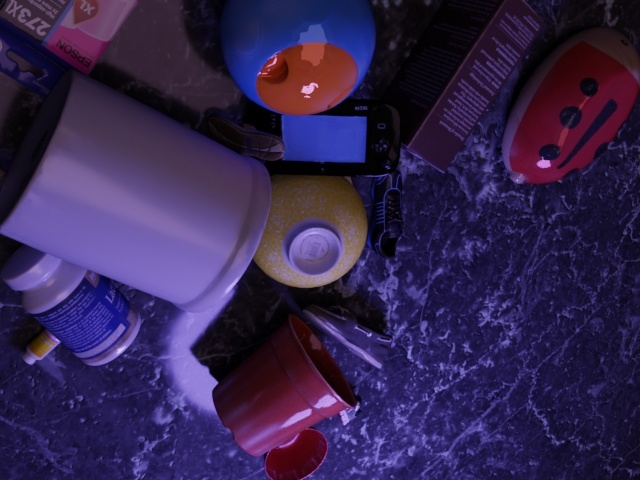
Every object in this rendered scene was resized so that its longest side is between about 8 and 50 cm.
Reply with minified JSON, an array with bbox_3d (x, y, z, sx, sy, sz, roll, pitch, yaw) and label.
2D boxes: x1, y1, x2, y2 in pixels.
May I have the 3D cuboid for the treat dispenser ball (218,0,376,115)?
[{"bbox_3d":[-0.042,-0.376,1.230,0.288,0.288,0.288,-11,119,-21],"label":"treat dispenser ball"}]

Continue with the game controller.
[{"bbox_3d":[0.008,-0.216,1.393,0.319,0.067,0.167,2,126,2],"label":"game controller"}]

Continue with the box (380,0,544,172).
[{"bbox_3d":[0.288,-0.360,1.462,0.143,0.191,0.381,30,100,-34],"label":"box"}]

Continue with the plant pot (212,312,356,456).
[{"bbox_3d":[-0.099,0.362,1.616,0.265,0.272,0.272,-36,126,5],"label":"plant pot"}]

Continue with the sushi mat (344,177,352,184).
[{"bbox_3d":[-0.019,-0.185,1.505,0.151,0.019,0.317,-27,124,-13],"label":"sushi mat"}]

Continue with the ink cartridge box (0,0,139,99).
[{"bbox_3d":[-0.427,-0.422,1.156,0.175,0.069,0.371,33,100,-35],"label":"ink cartridge box"}]

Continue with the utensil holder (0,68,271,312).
[{"bbox_3d":[-0.339,-0.084,1.218,0.385,0.327,0.328,27,101,-31],"label":"utensil holder"}]

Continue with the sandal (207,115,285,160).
[{"bbox_3d":[-0.148,-0.211,1.361,0.049,0.180,0.072,-55,155,-46],"label":"sandal"}]

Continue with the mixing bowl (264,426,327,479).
[{"bbox_3d":[-0.082,0.551,1.803,0.181,0.098,0.182,-12,119,-22],"label":"mixing bowl"}]

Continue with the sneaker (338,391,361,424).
[{"bbox_3d":[0.074,0.436,1.845,0.074,0.063,0.170,-24,128,-13],"label":"sneaker"}]

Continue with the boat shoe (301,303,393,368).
[{"bbox_3d":[0.075,0.222,1.717,0.335,0.112,0.096,41,75,-41],"label":"boat shoe"}]

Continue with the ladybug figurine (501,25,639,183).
[{"bbox_3d":[0.641,-0.319,1.676,0.305,0.162,0.449,29,100,-35],"label":"ladybug figurine"}]

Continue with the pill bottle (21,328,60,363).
[{"bbox_3d":[-0.591,0.223,1.414,0.083,0.043,0.043,-43,126,-1],"label":"pill bottle"}]

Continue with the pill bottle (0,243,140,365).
[{"bbox_3d":[-0.497,0.118,1.340,0.153,0.153,0.265,-37,126,-5],"label":"pill bottle"}]

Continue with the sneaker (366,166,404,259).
[{"bbox_3d":[0.169,-0.067,1.615,0.081,0.090,0.232,-7,118,-23],"label":"sneaker"}]

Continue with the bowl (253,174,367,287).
[{"bbox_3d":[-0.024,-0.005,1.471,0.289,0.156,0.290,-4,114,-8],"label":"bowl"}]

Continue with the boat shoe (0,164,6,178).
[{"bbox_3d":[-0.656,-0.204,1.128,0.098,0.109,0.302,-36,131,-12],"label":"boat shoe"}]
